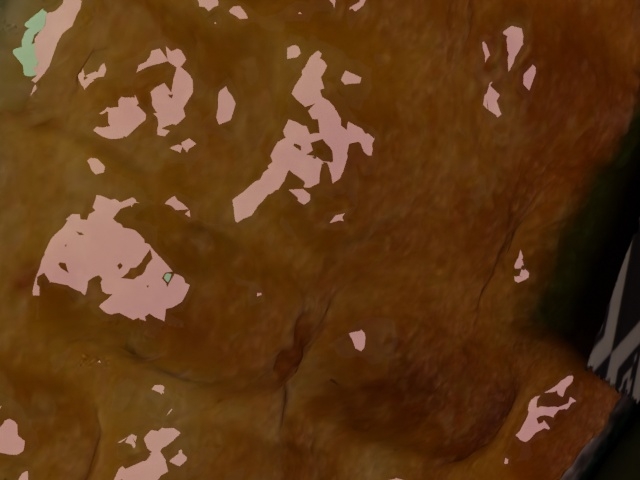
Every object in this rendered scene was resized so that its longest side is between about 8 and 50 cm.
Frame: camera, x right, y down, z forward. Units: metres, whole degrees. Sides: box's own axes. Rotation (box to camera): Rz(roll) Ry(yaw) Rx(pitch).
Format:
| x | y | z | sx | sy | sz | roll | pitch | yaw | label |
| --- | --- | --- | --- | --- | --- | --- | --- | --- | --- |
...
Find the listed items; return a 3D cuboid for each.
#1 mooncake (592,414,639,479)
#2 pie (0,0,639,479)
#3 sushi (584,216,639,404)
| x | y | z | sx | sy | sz | roll | pitch | yaw | label |
| --- | --- | --- | --- | --- | --- | --- | --- | --- | --- |
| 0.238 | 0.180 | 0.838 | 0.284 | 0.155 | 0.284 | -22 | 124 | -37 | mooncake |
| 0.000 | 0.000 | 0.555 | 0.339 | 0.083 | 0.339 | -21 | 123 | -36 | pie |
| 0.180 | -0.037 | 0.661 | 0.219 | 0.047 | 0.231 | 31 | 78 | -66 | sushi |
